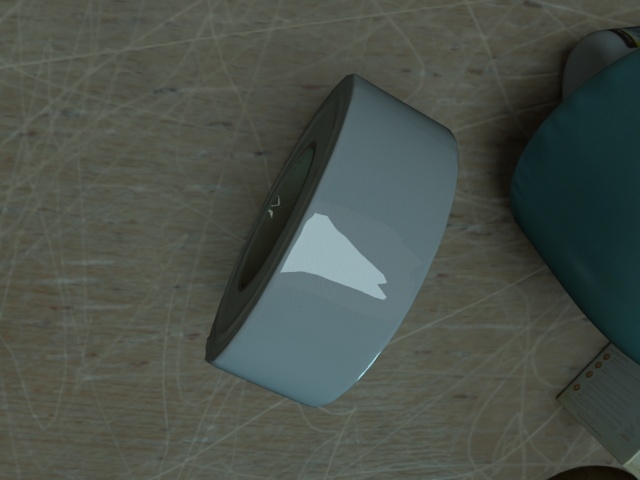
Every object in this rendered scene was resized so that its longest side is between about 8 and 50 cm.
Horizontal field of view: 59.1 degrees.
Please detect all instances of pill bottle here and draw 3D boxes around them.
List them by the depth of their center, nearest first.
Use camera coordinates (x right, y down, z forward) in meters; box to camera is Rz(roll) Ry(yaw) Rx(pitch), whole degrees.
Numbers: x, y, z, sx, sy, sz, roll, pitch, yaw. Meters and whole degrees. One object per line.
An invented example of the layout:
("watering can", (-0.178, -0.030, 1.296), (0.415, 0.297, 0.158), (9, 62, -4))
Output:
("pill bottle", (0.383, -0.172, 0.600), (0.215, 0.117, 0.117), (-7, 105, -4))

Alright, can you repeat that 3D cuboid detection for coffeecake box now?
("coffeecake box", (0.403, 0.178, 0.677), (0.068, 0.142, 0.185), (39, 97, -15))

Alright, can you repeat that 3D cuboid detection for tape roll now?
("tape roll", (0.000, 0.000, 0.514), (0.100, 0.286, 0.286), (26, 100, -13))

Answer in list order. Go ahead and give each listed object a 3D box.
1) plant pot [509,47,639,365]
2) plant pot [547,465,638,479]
("plant pot", (0.360, -0.004, 0.515), (0.293, 0.235, 0.293), (-7, 138, -6))
("plant pot", (0.388, 0.455, 0.689), (0.237, 0.254, 0.237), (-1, 103, -6))
